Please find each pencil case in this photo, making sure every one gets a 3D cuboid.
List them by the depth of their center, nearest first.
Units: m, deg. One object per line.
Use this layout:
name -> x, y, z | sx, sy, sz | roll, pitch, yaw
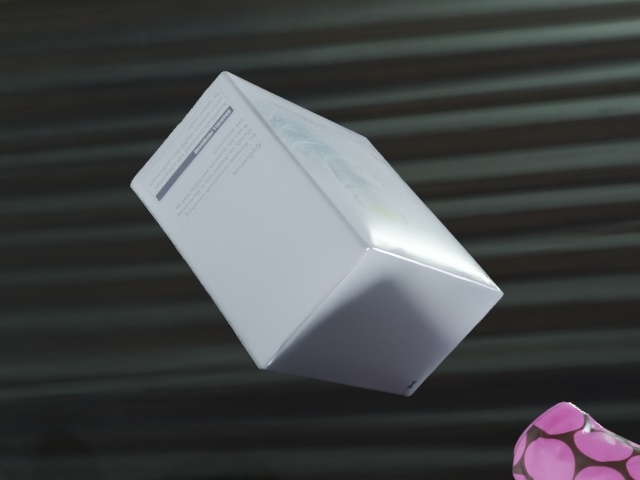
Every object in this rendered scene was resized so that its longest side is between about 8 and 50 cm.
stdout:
pencil case -> 0.275, 0.211, 1.136 | 0.098, 0.209, 0.095 | -51, 144, -22

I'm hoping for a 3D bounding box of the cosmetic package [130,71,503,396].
cosmetic package -> 0.000, 0.000, 1.113 | 0.224, 0.138, 0.225 | 18, 29, -54
